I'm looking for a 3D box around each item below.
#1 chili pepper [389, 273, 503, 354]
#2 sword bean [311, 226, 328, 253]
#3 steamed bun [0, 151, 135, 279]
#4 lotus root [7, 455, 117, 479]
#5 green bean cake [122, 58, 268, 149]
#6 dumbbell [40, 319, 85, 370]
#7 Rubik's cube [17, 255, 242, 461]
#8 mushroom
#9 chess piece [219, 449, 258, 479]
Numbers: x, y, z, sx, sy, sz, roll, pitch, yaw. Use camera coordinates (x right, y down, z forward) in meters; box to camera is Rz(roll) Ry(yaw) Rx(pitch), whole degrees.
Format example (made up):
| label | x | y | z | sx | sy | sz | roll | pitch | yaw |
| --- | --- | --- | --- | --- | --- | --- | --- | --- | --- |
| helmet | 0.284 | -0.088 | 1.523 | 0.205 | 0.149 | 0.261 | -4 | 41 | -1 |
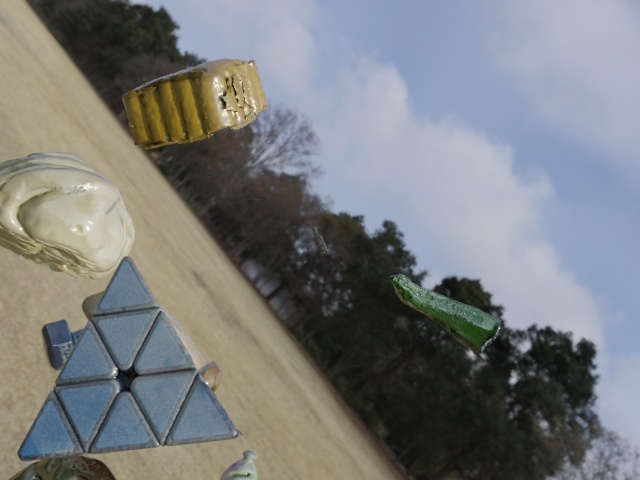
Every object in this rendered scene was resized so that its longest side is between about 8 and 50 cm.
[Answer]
| label | x | y | z | sx | sy | sz | roll | pitch | yaw |
| --- | --- | --- | --- | --- | --- | --- | --- | --- | --- |
| chili pepper | 0.223 | 0.123 | 1.246 | 0.227 | 0.088 | 0.059 | 32 | 27 | -9 |
| sword bean | 0.000 | 0.000 | 1.154 | 0.012 | 0.012 | 0.083 | 54 | 4 | -34 |
| steamed bun | -0.567 | -0.071 | 1.476 | 0.339 | 0.247 | 0.352 | 21 | -23 | -2 |
| lotus root | -0.510 | 0.593 | 1.295 | 0.390 | 0.374 | 0.111 | -101 | 180 | -56 |
| green bean cake | -0.234 | -0.265 | 1.281 | 0.224 | 0.229 | 0.131 | -50 | 128 | -63 |
| dumbbell | -0.644 | 0.269 | 1.965 | 0.143 | 0.316 | 0.156 | 31 | -49 | 53 |
| Rubik's cube | -0.250 | 0.210 | 0.968 | 0.233 | 0.229 | 0.228 | 29 | 31 | -17 |
| mushroom | -0.366 | 0.221 | 1.479 | 0.350 | 0.128 | 0.128 | 40 | -7 | -3 |
| chess piece | -0.175 | 0.506 | 1.193 | 0.139 | 0.272 | 0.139 | 21 | -11 | 4 |
